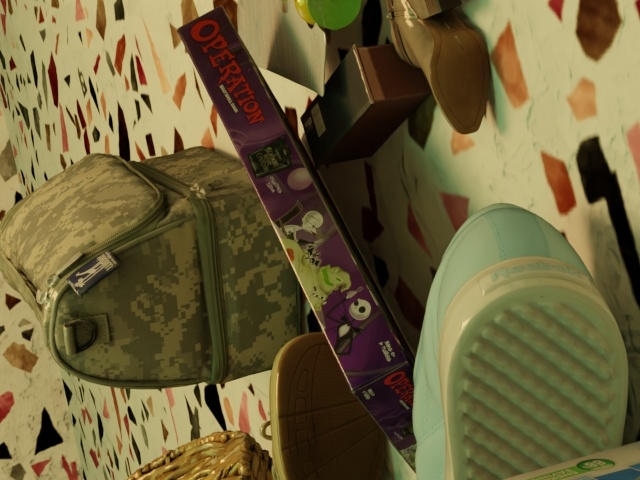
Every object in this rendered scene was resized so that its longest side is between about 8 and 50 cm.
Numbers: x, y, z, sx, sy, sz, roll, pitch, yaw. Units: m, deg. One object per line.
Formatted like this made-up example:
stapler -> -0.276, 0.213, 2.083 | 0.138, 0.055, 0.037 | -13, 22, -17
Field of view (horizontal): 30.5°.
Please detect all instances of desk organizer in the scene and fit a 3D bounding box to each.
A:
desk organizer -> 0.032, -0.102, 0.893 | 0.130, 0.050, 0.047 | 135, 120, -64

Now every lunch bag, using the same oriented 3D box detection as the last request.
lunch bag -> -0.187, 0.029, 1.214 | 0.305, 0.256, 0.212 | -149, 51, -60

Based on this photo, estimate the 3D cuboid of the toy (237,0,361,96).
toy -> -0.018, -0.202, 0.948 | 0.237, 0.056, 0.137 | -136, 43, -67

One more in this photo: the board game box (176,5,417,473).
board game box -> 0.000, 0.000, 0.910 | 0.347, 0.056, 0.208 | 63, 179, 31

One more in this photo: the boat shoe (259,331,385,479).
boat shoe -> 0.004, 0.222, 1.055 | 0.089, 0.104, 0.285 | -3, 99, 65

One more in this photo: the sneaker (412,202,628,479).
sneaker -> 0.121, 0.143, 0.746 | 0.150, 0.135, 0.366 | -88, 2, -59

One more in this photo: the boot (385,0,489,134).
boot -> 0.076, -0.130, 0.799 | 0.087, 0.042, 0.118 | -170, 71, -73

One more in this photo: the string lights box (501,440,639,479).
string lights box -> 0.204, 0.153, 0.505 | 0.260, 0.133, 0.076 | -176, 76, -66

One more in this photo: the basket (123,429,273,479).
basket -> -0.124, 0.363, 1.218 | 0.223, 0.299, 0.213 | 47, -160, -27
